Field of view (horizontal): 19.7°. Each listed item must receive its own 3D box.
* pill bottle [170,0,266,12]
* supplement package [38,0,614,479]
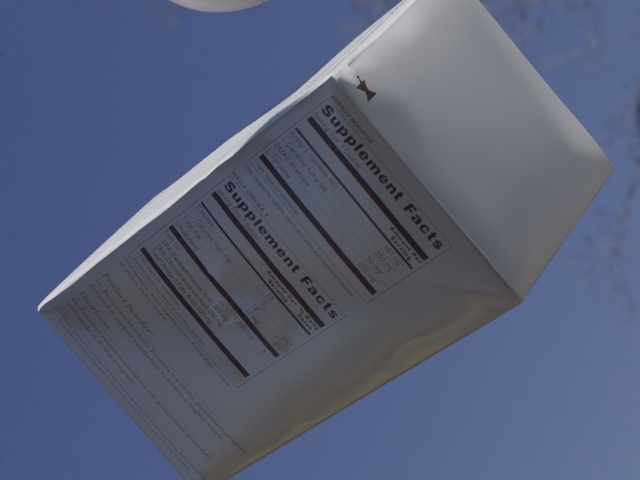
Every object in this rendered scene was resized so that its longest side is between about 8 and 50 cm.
[{"bbox_3d":[-0.121,-0.255,1.104,0.161,0.283,0.161,-21,-54,-31],"label":"pill bottle"},{"bbox_3d":[0.000,0.000,0.921,0.244,0.134,0.139,-35,8,41],"label":"supplement package"}]
